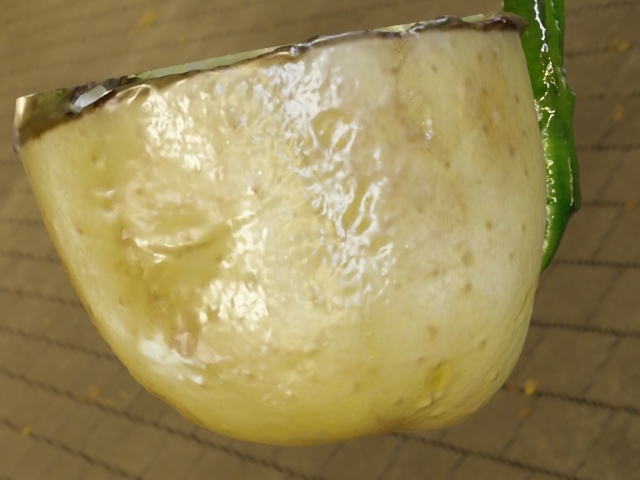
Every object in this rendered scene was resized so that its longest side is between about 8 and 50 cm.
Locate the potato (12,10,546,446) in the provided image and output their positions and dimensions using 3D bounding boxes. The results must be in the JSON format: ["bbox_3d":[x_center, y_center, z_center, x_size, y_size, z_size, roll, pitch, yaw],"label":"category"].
[{"bbox_3d":[0.000,0.000,0.861,0.285,0.242,0.242,-11,-4,-37],"label":"potato"}]

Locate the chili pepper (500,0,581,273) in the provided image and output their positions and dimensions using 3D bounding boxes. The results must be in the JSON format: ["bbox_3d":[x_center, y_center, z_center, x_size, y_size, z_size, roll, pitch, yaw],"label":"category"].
[{"bbox_3d":[0.158,-0.136,1.271,0.076,0.085,0.359,10,101,59],"label":"chili pepper"}]
